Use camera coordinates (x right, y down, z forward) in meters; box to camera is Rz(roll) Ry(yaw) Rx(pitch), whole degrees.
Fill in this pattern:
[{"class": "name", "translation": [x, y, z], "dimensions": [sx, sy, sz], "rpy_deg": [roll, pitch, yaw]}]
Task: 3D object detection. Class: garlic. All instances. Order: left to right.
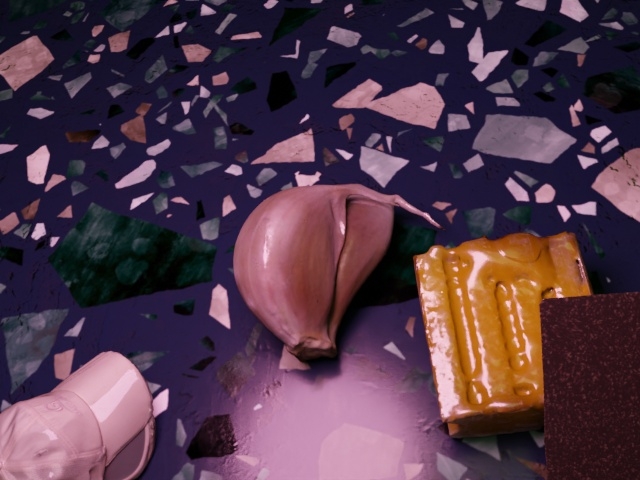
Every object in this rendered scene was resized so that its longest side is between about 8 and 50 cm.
[{"class": "garlic", "translation": [0.000, 0.000, 1.154], "dimensions": [0.246, 0.231, 0.340], "rpy_deg": [36, 77, 30]}]

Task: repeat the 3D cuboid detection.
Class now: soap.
[{"class": "soap", "translation": [0.289, 0.137, 1.062], "dimensions": [0.259, 0.143, 0.281], "rpy_deg": [-9, 57, 8]}]

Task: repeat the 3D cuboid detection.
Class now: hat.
[{"class": "hat", "translation": [-0.392, 0.297, 1.093], "dimensions": [0.232, 0.161, 0.275], "rpy_deg": [35, 67, 23]}]

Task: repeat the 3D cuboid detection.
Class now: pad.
[{"class": "pad", "translation": [0.408, 0.224, 0.931], "dimensions": [0.220, 0.330, 0.004], "rpy_deg": [-4, 13, 7]}]
